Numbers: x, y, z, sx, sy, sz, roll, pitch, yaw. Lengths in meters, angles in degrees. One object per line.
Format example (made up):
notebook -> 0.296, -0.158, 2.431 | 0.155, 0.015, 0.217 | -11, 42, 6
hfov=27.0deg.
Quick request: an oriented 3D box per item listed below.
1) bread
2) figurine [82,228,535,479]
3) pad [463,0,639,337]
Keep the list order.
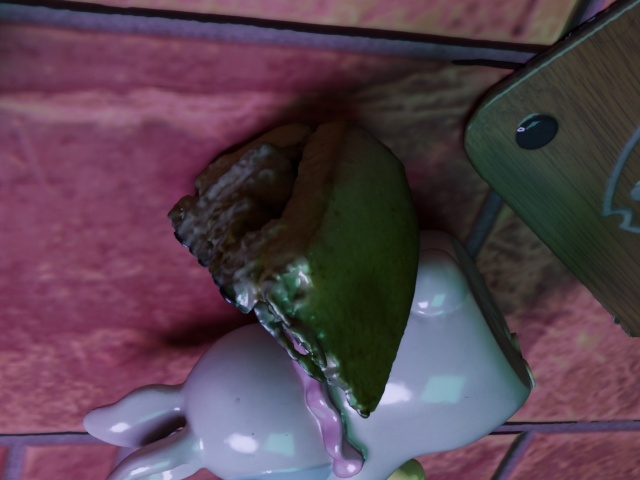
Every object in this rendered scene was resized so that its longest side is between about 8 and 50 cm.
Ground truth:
bread -> 0.004, 0.001, 0.660 | 0.110, 0.156, 0.103 | -41, 131, -3
figurine -> -0.005, 0.093, 0.771 | 0.235, 0.127, 0.155 | -26, 158, 12
pad -> 0.254, -0.067, 0.767 | 0.284, 0.018, 0.286 | -33, 135, 17
